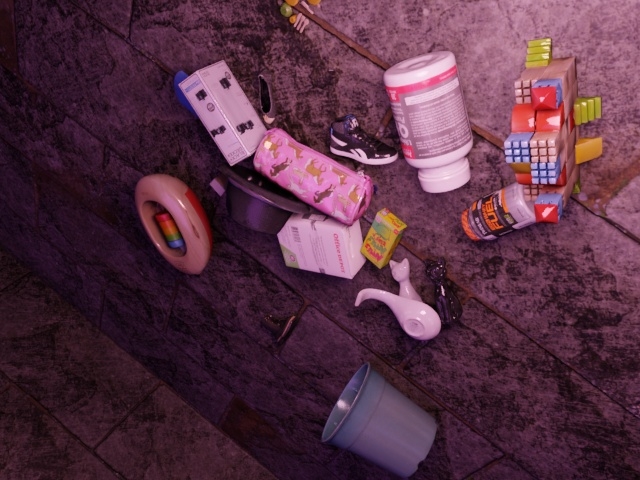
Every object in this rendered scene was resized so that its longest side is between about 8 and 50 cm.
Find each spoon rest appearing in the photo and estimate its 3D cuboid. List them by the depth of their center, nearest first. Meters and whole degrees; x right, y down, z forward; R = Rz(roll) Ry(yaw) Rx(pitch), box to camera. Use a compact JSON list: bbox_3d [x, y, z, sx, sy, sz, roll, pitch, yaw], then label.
[{"bbox_3d":[0.252,0.225,1.786,0.276,0.084,0.137,25,127,13],"label":"spoon rest"}]

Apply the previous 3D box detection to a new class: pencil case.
[{"bbox_3d":[-0.023,-0.198,1.715,0.386,0.167,0.160,30,175,15],"label":"pencil case"}]

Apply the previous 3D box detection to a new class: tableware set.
[{"bbox_3d":[-0.049,-0.641,1.490,0.104,0.024,0.154,45,138,4],"label":"tableware set"}]

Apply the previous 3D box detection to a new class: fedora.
[{"bbox_3d":[-0.203,-0.118,1.788,0.334,0.334,0.152,29,101,16],"label":"fedora"}]

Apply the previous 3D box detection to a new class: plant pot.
[{"bbox_3d":[0.231,0.692,2.112,0.334,0.341,0.341,32,137,0],"label":"plant pot"}]

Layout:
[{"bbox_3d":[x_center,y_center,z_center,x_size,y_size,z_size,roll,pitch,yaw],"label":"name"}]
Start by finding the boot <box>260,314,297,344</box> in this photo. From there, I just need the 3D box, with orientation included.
[{"bbox_3d":[-0.179,0.339,2.313,0.137,0.077,0.198,41,136,11],"label":"boot"}]

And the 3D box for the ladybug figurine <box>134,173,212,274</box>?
[{"bbox_3d":[-0.556,-0.070,2.210,0.305,0.162,0.449,3,123,35],"label":"ladybug figurine"}]

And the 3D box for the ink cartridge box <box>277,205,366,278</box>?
[{"bbox_3d":[0.000,0.000,1.879,0.273,0.115,0.198,9,127,32],"label":"ink cartridge box"}]

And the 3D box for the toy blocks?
[{"bbox_3d":[0.491,-0.218,1.234,0.190,0.261,0.381,5,124,35],"label":"toy blocks"}]

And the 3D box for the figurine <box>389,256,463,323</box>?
[{"bbox_3d":[0.325,0.149,1.784,0.215,0.092,0.209,-4,112,40],"label":"figurine"}]

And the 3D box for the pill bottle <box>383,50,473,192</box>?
[{"bbox_3d":[0.279,-0.289,1.400,0.176,0.176,0.318,0,122,37],"label":"pill bottle"}]

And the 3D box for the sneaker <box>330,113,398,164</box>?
[{"bbox_3d":[0.115,-0.293,1.591,0.217,0.079,0.121,16,132,29],"label":"sneaker"}]

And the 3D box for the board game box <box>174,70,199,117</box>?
[{"bbox_3d":[-0.419,-0.490,1.879,0.168,0.033,0.133,40,142,12],"label":"board game box"}]

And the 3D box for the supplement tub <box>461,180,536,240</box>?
[{"bbox_3d":[0.472,-0.072,1.466,0.117,0.117,0.190,52,136,-8],"label":"supplement tub"}]

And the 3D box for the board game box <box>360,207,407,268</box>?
[{"bbox_3d":[0.196,-0.004,1.769,0.092,0.043,0.181,42,138,20],"label":"board game box"}]

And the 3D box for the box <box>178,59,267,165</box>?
[{"bbox_3d":[-0.290,-0.396,1.744,0.087,0.169,0.290,-23,108,32],"label":"box"}]

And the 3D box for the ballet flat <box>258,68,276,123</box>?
[{"bbox_3d":[-0.170,-0.438,1.716,0.057,0.049,0.173,18,131,26],"label":"ballet flat"}]

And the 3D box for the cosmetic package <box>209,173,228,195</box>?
[{"bbox_3d":[-0.324,-0.210,1.960,0.060,0.115,0.041,48,137,-4],"label":"cosmetic package"}]
